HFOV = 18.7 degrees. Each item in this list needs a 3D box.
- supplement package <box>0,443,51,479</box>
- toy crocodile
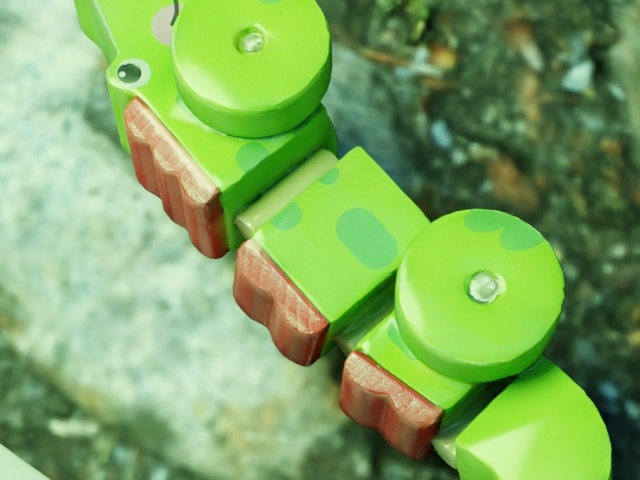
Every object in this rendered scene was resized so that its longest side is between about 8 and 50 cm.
[{"bbox_3d":[-0.071,0.240,0.593,0.263,0.198,0.199,33,54,13],"label":"supplement package"},{"bbox_3d":[0.000,0.000,0.795,0.105,0.115,0.340,-38,74,-16],"label":"toy crocodile"}]
